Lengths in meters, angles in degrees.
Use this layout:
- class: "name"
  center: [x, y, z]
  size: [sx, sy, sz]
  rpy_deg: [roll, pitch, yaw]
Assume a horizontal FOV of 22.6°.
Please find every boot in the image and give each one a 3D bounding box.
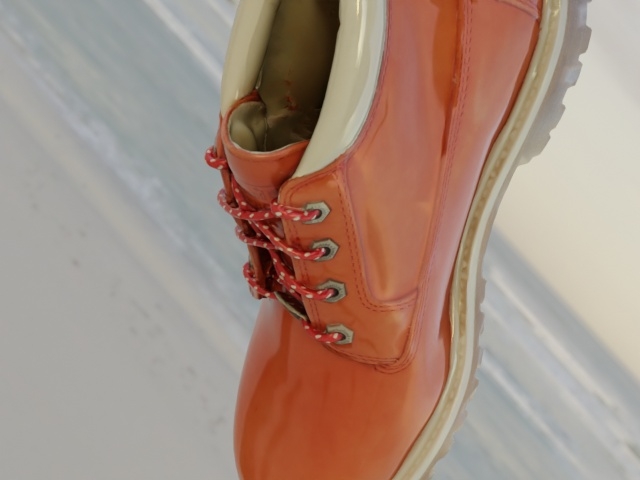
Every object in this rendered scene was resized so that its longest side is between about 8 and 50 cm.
- class: "boot"
  center: [0.000, 0.000, 0.358]
  size: [0.059, 0.158, 0.084]
  rpy_deg: [26, 17, 35]
